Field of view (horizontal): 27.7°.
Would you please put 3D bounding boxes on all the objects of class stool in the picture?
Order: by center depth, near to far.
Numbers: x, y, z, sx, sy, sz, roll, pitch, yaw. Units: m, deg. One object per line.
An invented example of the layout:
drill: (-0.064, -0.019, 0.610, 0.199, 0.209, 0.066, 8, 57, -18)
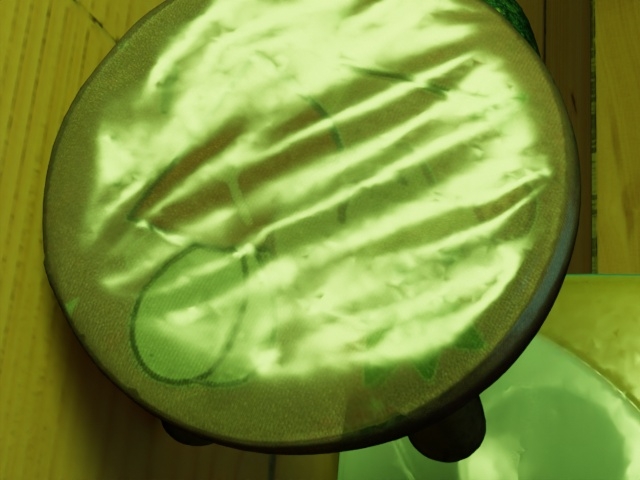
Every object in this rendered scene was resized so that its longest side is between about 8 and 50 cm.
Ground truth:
stool: (0.000, 0.000, 0.712, 0.178, 0.272, 0.272, 76, 17, -68)

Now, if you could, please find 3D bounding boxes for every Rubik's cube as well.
Rubik's cube: (0.221, 0.246, 1.120, 0.351, 0.352, 0.347, 58, 35, -57)

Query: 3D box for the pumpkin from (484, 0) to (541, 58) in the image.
pumpkin: (0.077, -0.086, 1.012, 0.263, 0.197, 0.293, 61, 33, -55)
